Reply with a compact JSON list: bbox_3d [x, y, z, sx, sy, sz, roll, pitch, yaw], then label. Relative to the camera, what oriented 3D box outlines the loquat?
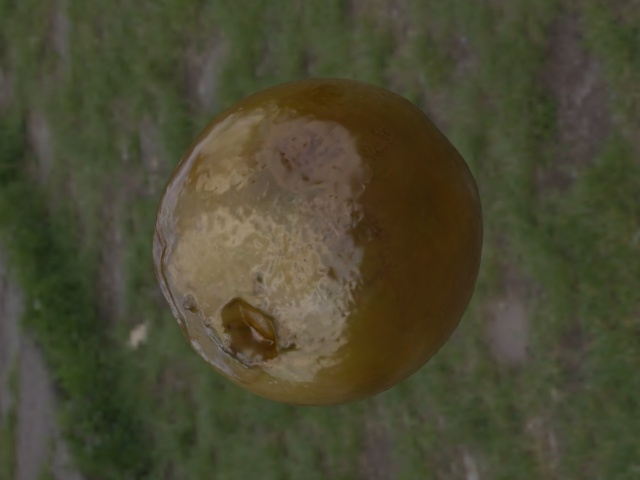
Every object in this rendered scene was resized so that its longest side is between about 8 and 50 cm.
[{"bbox_3d":[0.000,0.000,1.515,0.328,0.328,0.328,174,90,-69],"label":"loquat"}]
